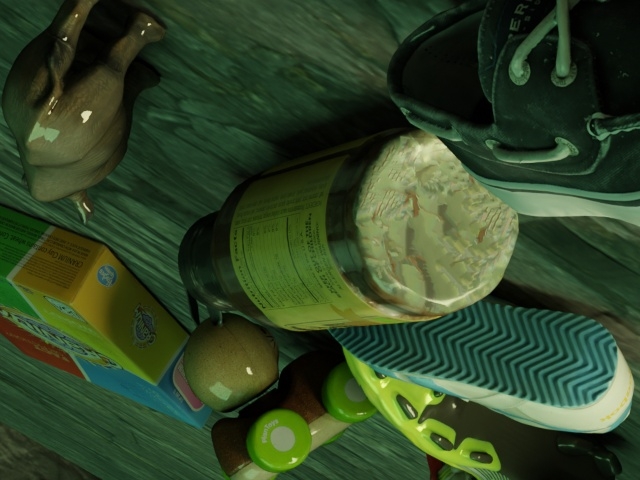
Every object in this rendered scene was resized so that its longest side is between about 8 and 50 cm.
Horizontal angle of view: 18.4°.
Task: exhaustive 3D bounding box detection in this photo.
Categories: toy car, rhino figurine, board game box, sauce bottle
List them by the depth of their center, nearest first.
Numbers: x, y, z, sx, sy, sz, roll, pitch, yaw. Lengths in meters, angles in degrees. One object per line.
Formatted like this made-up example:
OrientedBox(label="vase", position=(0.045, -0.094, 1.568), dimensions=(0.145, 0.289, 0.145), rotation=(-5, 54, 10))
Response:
OrientedBox(label="sauce bottle", position=(0.000, 0.000, 1.218), dimensions=(0.111, 0.111, 0.344), rotation=(33, 166, -17))
OrientedBox(label="rhino figurine", position=(-0.152, -0.075, 1.230), dimensions=(0.073, 0.106, 0.243), rotation=(28, 164, 3))
OrientedBox(label="toy car", position=(-0.055, 0.103, 1.680), dimensions=(0.188, 0.149, 0.155), rotation=(56, 161, 5))
OrientedBox(label="board game box", position=(-0.253, 0.062, 1.922), dimensions=(0.242, 0.064, 0.316), rotation=(19, 162, 28))

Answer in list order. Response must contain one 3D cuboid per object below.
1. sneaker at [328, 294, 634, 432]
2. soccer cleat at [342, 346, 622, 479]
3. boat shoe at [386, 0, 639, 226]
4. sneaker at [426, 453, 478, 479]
OrientedBox(label="sneaker", position=(0.101, 0.074, 1.323), dimensions=(0.228, 0.087, 0.092), rotation=(21, 165, 29))
OrientedBox(label="soccer cleat", position=(0.104, 0.130, 1.484), dimensions=(0.289, 0.093, 0.121), rotation=(37, 165, -31))
OrientedBox(label="boat shoe", position=(0.114, -0.073, 0.810), dimensions=(0.102, 0.108, 0.301), rotation=(31, 171, -18))
OrientedBox(label="sneaker", position=(0.119, 0.235, 1.669), dimensions=(0.107, 0.118, 0.279), rotation=(31, -173, -3))
